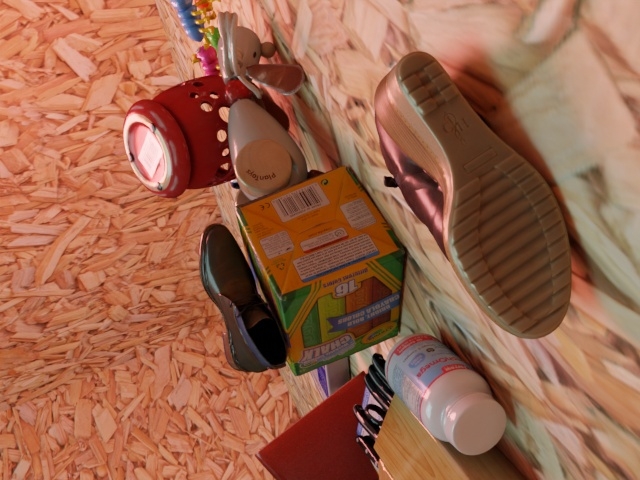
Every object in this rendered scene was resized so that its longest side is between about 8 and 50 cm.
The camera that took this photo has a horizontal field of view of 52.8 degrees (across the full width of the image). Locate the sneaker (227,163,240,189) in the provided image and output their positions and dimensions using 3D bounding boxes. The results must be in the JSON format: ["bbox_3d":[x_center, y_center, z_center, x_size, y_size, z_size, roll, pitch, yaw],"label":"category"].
[{"bbox_3d":[-0.129,-0.170,1.241,0.111,0.129,0.297,78,169,-66],"label":"sneaker"}]

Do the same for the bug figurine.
[{"bbox_3d":[-0.207,-0.388,1.171,0.279,0.072,0.216,-96,-13,-56],"label":"bug figurine"}]

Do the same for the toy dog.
[{"bbox_3d":[-0.066,-0.184,1.007,0.220,0.161,0.333,-171,75,-79],"label":"toy dog"}]

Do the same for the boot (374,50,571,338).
[{"bbox_3d":[0.122,-0.032,0.570,0.207,0.090,0.248,68,177,-82],"label":"boot"}]

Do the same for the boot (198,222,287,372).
[{"bbox_3d":[-0.100,0.079,0.888,0.106,0.082,0.219,-5,103,55],"label":"boot"}]

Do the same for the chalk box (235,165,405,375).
[{"bbox_3d":[0.004,0.069,0.964,0.289,0.180,0.179,83,162,-52],"label":"chalk box"}]

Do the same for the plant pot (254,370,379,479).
[{"bbox_3d":[0.040,0.459,1.345,0.235,0.267,0.267,52,164,11],"label":"plant pot"}]

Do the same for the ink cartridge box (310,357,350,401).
[{"bbox_3d":[0.011,0.273,1.550,0.332,0.065,0.165,86,159,-51],"label":"ink cartridge box"}]

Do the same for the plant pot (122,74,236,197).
[{"bbox_3d":[-0.232,-0.177,1.114,0.191,0.174,0.191,23,125,37],"label":"plant pot"}]

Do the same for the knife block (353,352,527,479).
[{"bbox_3d":[0.141,0.242,0.832,0.276,0.088,0.242,-42,44,53],"label":"knife block"}]

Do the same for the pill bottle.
[{"bbox_3d":[0.143,0.177,0.752,0.160,0.087,0.087,-141,32,-66],"label":"pill bottle"}]

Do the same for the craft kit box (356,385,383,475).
[{"bbox_3d":[0.146,0.365,1.081,0.249,0.061,0.246,94,155,-50],"label":"craft kit box"}]
